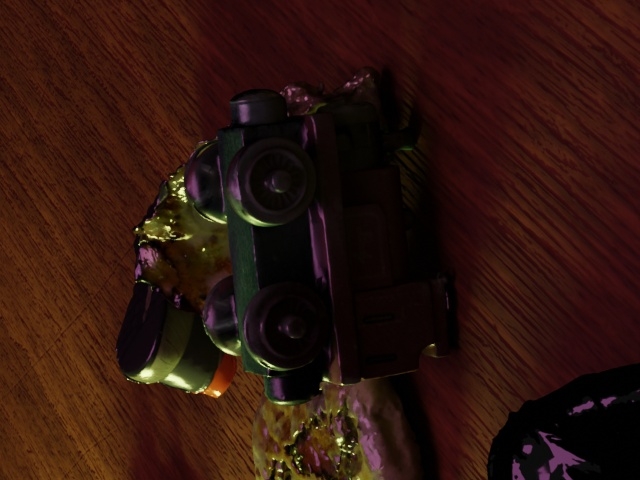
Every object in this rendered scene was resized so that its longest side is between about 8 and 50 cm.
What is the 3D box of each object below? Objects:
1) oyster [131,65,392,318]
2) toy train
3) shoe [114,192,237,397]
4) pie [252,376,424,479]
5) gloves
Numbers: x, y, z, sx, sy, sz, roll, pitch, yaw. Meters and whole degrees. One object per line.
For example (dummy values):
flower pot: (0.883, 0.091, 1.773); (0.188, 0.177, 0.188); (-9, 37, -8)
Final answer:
oyster: (-0.060, -0.054, 1.876); (0.096, 0.221, 0.361); (-74, 8, -60)
toy train: (0.000, 0.000, 1.733); (0.150, 0.221, 0.304); (-172, 74, -66)
shoe: (-0.123, 0.048, 2.095); (0.132, 0.171, 0.336); (-43, 28, 39)
pie: (0.017, 0.247, 1.938); (0.339, 0.077, 0.339); (27, 122, 57)
gloves: (0.251, 0.184, 1.394); (0.301, 0.152, 0.197); (168, 105, -66)
